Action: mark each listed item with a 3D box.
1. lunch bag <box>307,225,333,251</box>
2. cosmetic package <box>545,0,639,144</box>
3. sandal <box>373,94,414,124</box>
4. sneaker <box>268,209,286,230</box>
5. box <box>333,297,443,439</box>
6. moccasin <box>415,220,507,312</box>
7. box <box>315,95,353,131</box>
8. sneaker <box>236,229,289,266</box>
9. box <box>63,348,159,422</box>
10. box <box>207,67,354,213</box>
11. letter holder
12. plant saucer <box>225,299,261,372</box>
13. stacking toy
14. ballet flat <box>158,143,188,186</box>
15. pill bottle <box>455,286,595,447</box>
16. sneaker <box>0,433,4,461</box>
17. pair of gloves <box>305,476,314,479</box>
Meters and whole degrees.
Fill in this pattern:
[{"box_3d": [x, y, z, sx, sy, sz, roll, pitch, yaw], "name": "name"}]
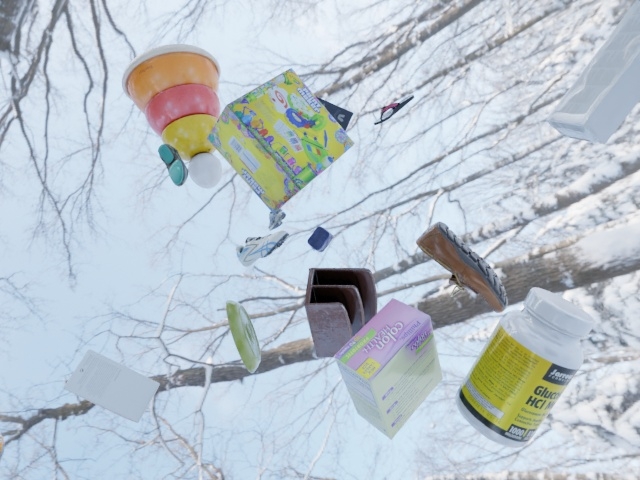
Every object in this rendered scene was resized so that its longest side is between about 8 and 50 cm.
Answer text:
[{"box_3d": [0.000, 0.000, 1.793, 0.067, 0.098, 0.065, 40, -175, 22], "name": "lunch bag"}, {"box_3d": [0.485, -0.274, 0.742, 0.060, 0.239, 0.099, 31, -168, -20], "name": "cosmetic package"}, {"box_3d": [0.250, -0.467, 1.624, 0.179, 0.067, 0.040, -40, -68, -6], "name": "sandal"}, {"box_3d": [-0.180, -0.089, 1.838, 0.052, 0.135, 0.058, -26, -105, -38], "name": "sneaker"}, {"box_3d": [0.171, 0.306, 1.107, 0.213, 0.117, 0.243, -40, -49, -25], "name": "box"}, {"box_3d": [0.491, 0.110, 1.608, 0.380, 0.147, 0.139, 42, -150, -1], "name": "moccasin"}, {"box_3d": [0.011, -0.400, 1.615, 0.158, 0.156, 0.093, 23, -171, -6], "name": "box"}, {"box_3d": [-0.198, 0.015, 1.517, 0.086, 0.237, 0.085, 58, -141, -6], "name": "sneaker"}, {"box_3d": [-0.465, 0.325, 1.028, 0.170, 0.130, 0.091, 33, -119, -14], "name": "box"}, {"box_3d": [-0.109, -0.288, 1.334, 0.290, 0.177, 0.279, 49, -126, -5], "name": "box"}, {"box_3d": [0.079, 0.243, 1.522, 0.152, 0.214, 0.302, -82, -12, -45], "name": "letter holder"}, {"box_3d": [-0.236, 0.294, 1.454, 0.241, 0.037, 0.241, 160, 90, -87], "name": "plant saucer"}, {"box_3d": [-0.469, -0.399, 1.633, 0.350, 0.350, 0.480, -8, -105, -48], "name": "stacking toy"}, {"box_3d": [-0.450, -0.235, 1.460, 0.070, 0.070, 0.188, 1, -133, -46], "name": "ballet flat"}, {"box_3d": [0.465, 0.284, 1.055, 0.188, 0.334, 0.188, 21, -163, -7], "name": "pill bottle"}, {"box_3d": [-0.739, 0.471, 1.019, 0.084, 0.215, 0.083, -26, -72, -36], "name": "sneaker"}, {"box_3d": [-0.079, 0.626, 0.998, 0.240, 0.042, 0.204, 63, -133, -72], "name": "pair of gloves"}]
